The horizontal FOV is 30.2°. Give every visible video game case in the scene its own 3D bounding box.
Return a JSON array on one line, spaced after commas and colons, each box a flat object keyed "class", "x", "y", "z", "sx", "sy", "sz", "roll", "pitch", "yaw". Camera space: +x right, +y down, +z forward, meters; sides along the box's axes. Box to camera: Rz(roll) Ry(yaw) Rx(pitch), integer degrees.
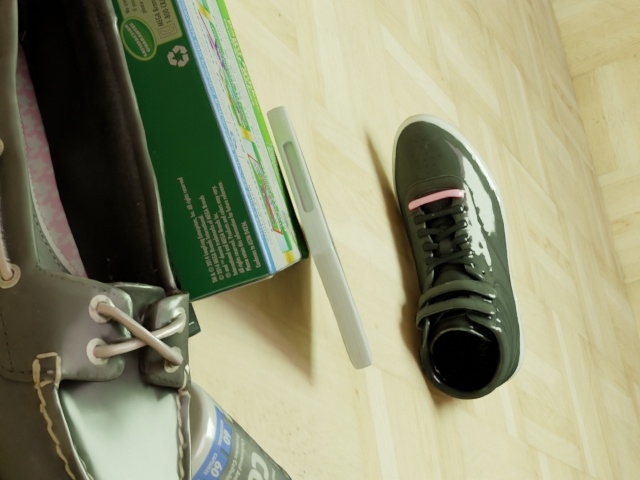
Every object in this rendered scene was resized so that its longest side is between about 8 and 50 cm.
[{"class": "video game case", "x": 0.000, "y": 0.000, "z": 0.891, "sx": 0.157, "sy": 0.019, "sz": 0.143, "roll": 70, "pitch": 1, "yaw": -52}]

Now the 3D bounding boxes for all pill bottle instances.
[{"class": "pill bottle", "x": -0.058, "y": 0.142, "z": 0.649, "sx": 0.137, "sy": 0.078, "sz": 0.078, "roll": 52, "pitch": 29, "yaw": -39}]

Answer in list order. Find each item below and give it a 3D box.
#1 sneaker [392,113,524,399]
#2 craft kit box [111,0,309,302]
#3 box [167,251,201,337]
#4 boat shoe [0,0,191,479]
[{"class": "sneaker", "x": 0.133, "y": 0.021, "z": 1.166, "sx": 0.147, "sy": 0.104, "sz": 0.296, "roll": -38, "pitch": 112, "yaw": -73}, {"class": "craft kit box", "x": -0.078, "y": -0.094, "z": 0.737, "sx": 0.246, "sy": 0.061, "sz": 0.250, "roll": -17, "pitch": 88, "yaw": -83}, {"class": "box", "x": -0.113, "y": 0.024, "z": 0.634, "sx": 0.052, "sy": 0.062, "sz": 0.083, "roll": -23, "pitch": 94, "yaw": -68}, {"class": "boat shoe", "x": -0.117, "y": -0.011, "z": 0.537, "sx": 0.112, "sy": 0.095, "sz": 0.335, "roll": 16, "pitch": 47, "yaw": -56}]
